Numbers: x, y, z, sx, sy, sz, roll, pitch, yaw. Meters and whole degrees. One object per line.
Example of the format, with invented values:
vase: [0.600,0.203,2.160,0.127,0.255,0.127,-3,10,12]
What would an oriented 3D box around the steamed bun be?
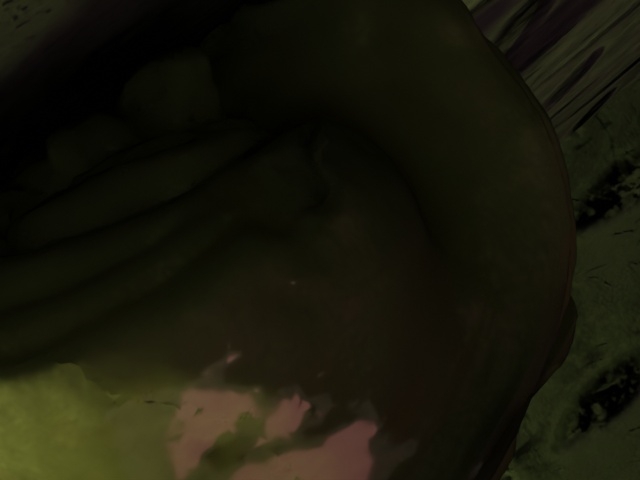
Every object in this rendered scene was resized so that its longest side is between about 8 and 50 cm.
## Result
steamed bun: [-0.026,0.060,0.846,0.339,0.247,0.352,-39,170,-24]
